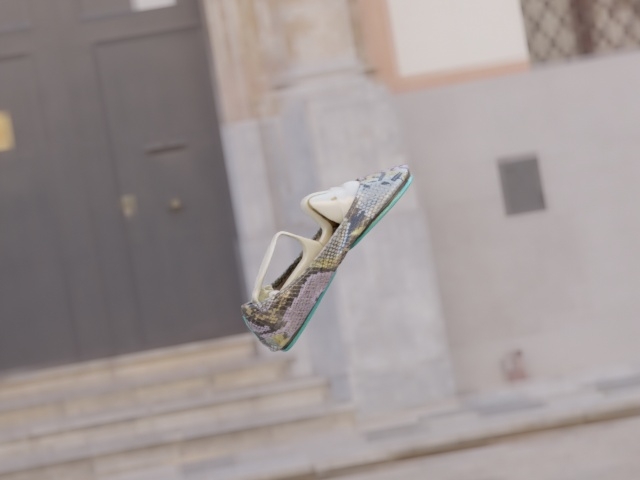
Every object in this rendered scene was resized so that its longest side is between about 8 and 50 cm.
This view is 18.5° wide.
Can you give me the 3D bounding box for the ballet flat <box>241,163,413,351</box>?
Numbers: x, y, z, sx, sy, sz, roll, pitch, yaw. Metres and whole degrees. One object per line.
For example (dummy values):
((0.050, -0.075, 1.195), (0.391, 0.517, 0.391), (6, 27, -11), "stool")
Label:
((0.000, 0.000, 0.956), (0.114, 0.041, 0.041), (-53, 11, -10), "ballet flat")
